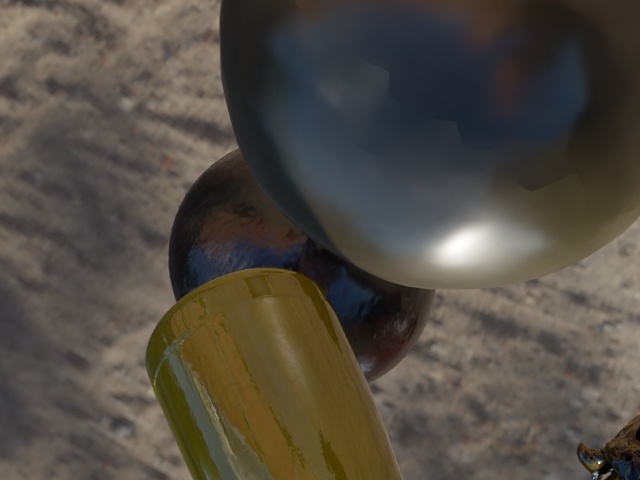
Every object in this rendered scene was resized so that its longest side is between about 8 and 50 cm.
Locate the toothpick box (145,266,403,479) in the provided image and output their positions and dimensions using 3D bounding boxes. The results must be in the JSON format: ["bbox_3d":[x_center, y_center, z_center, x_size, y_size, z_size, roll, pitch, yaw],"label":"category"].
[{"bbox_3d":[-0.029,0.172,1.365,0.175,0.271,0.175,-17,144,-13],"label":"toothpick box"}]

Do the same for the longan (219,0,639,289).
[{"bbox_3d":[0.053,-0.079,0.628,0.197,0.220,0.196,5,139,4],"label":"longan"}]

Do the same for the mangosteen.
[{"bbox_3d":[0.000,0.000,1.742,0.307,0.307,0.347,31,106,-5],"label":"mangosteen"}]

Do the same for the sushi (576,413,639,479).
[{"bbox_3d":[0.439,0.289,1.951,0.200,0.213,0.204,-22,100,54],"label":"sushi"}]
